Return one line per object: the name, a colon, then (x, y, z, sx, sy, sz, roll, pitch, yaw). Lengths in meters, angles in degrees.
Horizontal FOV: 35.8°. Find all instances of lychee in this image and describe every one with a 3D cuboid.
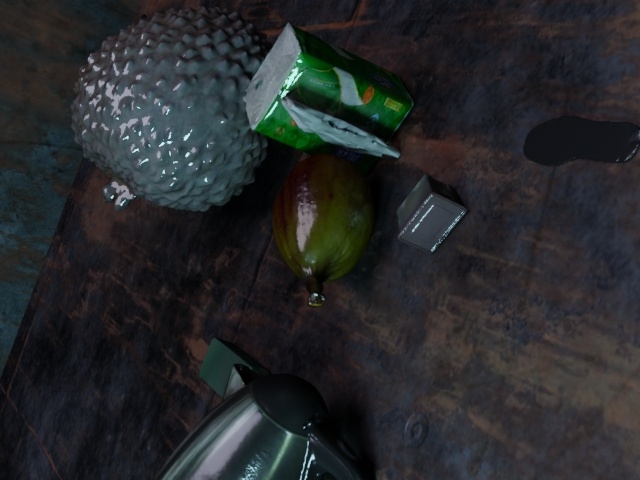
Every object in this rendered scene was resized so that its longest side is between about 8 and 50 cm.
lychee: (-0.259, -0.235, 1.846, 0.432, 0.380, 0.380, -52, 28, -7)

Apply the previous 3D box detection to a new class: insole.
insole: (0.300, -0.115, 1.152, 0.188, 0.004, 0.064, 13, 84, 61)

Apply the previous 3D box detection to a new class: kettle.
kettle: (-0.083, 0.308, 1.332, 0.271, 0.207, 0.251, -58, 30, 17)

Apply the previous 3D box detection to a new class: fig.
fig: (0.002, 0.000, 1.434, 0.170, 0.145, 0.274, -52, 23, 37)

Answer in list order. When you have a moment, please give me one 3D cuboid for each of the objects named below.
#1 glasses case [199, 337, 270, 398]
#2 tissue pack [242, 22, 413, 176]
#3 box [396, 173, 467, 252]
glasses case: (-0.147, 0.225, 1.669, 0.184, 0.039, 0.077, 23, 92, 62)
tissue pack: (0.016, -0.194, 1.482, 0.148, 0.209, 0.156, -53, 33, 27)
box: (0.143, -0.038, 1.321, 0.084, 0.060, 0.063, -55, 27, 27)
